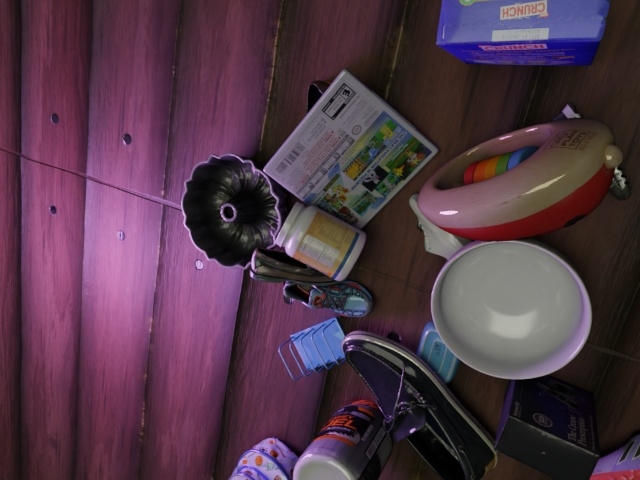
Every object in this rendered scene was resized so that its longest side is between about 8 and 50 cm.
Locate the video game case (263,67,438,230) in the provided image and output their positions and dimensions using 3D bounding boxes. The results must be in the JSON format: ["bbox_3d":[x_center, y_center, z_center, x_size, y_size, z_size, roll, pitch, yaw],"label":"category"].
[{"bbox_3d":[0.070,-0.203,1.270,0.300,0.036,0.329,37,117,-13],"label":"video game case"}]

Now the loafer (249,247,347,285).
[{"bbox_3d":[-0.053,0.066,1.361,0.268,0.096,0.084,2,116,-11],"label":"loafer"}]

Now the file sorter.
[{"bbox_3d":[-0.014,0.315,1.456,0.170,0.104,0.118,-27,90,27],"label":"file sorter"}]

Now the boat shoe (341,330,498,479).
[{"bbox_3d":[0.237,0.436,1.319,0.500,0.156,0.186,45,140,9],"label":"boat shoe"}]

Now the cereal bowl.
[{"bbox_3d":[0.433,0.139,1.174,0.339,0.141,0.338,7,109,19],"label":"cereal bowl"}]

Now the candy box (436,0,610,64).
[{"bbox_3d":[0.392,-0.411,0.971,0.269,0.317,0.122,9,106,23],"label":"candy box"}]

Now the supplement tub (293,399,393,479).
[{"bbox_3d":[0.076,0.569,1.354,0.194,0.316,0.193,5,103,24],"label":"supplement tub"}]

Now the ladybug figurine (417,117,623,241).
[{"bbox_3d":[0.393,-0.107,1.035,0.161,0.305,0.449,54,158,-15],"label":"ladybug figurine"}]

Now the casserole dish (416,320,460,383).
[{"bbox_3d":[0.310,0.300,1.338,0.114,0.037,0.188,18,108,20],"label":"casserole dish"}]

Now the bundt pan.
[{"bbox_3d":[-0.229,-0.089,1.451,0.331,0.124,0.330,6,104,23],"label":"bundt pan"}]

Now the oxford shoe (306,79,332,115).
[{"bbox_3d":[0.003,-0.273,1.311,0.097,0.098,0.271,-4,100,26],"label":"oxford shoe"}]

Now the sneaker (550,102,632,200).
[{"bbox_3d":[0.561,-0.172,1.088,0.106,0.078,0.234,-37,81,30],"label":"sneaker"}]

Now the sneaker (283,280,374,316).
[{"bbox_3d":[0.014,0.162,1.394,0.262,0.125,0.104,14,109,22],"label":"sneaker"}]

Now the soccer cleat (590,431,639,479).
[{"bbox_3d":[0.702,0.532,1.162,0.318,0.116,0.108,-38,85,28],"label":"soccer cleat"}]

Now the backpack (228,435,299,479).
[{"bbox_3d":[-0.172,0.770,1.591,0.277,0.213,0.263,29,102,20],"label":"backpack"}]

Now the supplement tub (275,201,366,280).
[{"bbox_3d":[0.000,0.000,1.296,0.200,0.144,0.144,28,114,-2],"label":"supplement tub"}]

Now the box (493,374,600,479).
[{"bbox_3d":[0.508,0.404,1.142,0.185,0.261,0.103,18,109,20],"label":"box"}]

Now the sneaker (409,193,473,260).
[{"bbox_3d":[0.282,-0.017,1.259,0.212,0.080,0.094,48,128,7],"label":"sneaker"}]
